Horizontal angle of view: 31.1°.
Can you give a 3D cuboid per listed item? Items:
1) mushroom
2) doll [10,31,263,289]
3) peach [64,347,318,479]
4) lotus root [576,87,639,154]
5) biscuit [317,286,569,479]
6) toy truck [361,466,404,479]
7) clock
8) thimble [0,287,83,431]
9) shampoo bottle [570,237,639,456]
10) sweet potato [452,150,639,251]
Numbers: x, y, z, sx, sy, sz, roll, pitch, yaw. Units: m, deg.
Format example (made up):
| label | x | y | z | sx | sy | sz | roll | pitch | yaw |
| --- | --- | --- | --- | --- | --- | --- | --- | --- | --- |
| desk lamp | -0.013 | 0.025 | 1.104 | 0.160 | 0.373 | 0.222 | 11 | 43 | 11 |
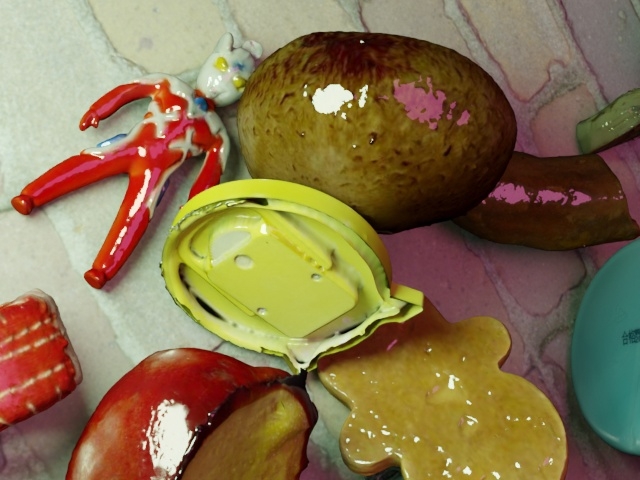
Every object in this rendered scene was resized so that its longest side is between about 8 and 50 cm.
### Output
| label | x | y | z | sx | sy | sz | roll | pitch | yaw |
| --- | --- | --- | --- | --- | --- | --- | --- | --- | --- |
| mushroom | 0.092 | -0.163 | 1.425 | 0.356 | 0.331 | 0.334 | -57 | 145 | -20 |
| doll | -0.198 | -0.122 | 1.438 | 0.188 | 0.099 | 0.384 | 45 | 65 | -14 |
| peach | -0.171 | 0.285 | 1.307 | 0.257 | 0.201 | 0.362 | 29 | 78 | -54 |
| lotus root | 0.493 | -0.203 | 1.824 | 0.143 | 0.144 | 0.070 | -18 | 80 | -40 |
| biscuit | 0.158 | 0.217 | 1.461 | 0.275 | 0.052 | 0.355 | -41 | 60 | -14 |
| toy truck | 0.205 | 0.402 | 1.532 | 0.184 | 0.133 | 0.338 | -35 | 94 | -20 |
| clock | -0.047 | 0.034 | 1.389 | 0.293 | 0.277 | 0.071 | 43 | 39 | -29 |
| thimble | -0.358 | 0.139 | 1.245 | 0.189 | 0.163 | 0.125 | -26 | 95 | -31 |
| shampoo bottle | 0.596 | 0.174 | 1.683 | 0.342 | 0.331 | 0.331 | 14 | 73 | -25 |
| sweet potato | 0.308 | -0.058 | 1.680 | 0.369 | 0.158 | 0.158 | 0 | 79 | -19 |
